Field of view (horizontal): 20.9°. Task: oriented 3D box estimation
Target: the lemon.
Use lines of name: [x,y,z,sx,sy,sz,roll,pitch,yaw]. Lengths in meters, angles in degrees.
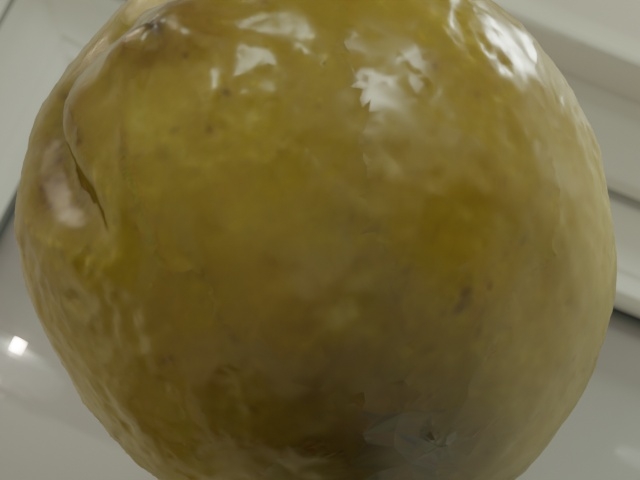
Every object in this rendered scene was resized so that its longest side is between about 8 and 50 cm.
lemon: [0.000,-0.001,0.837,0.297,0.297,0.297,23,-17,7]
